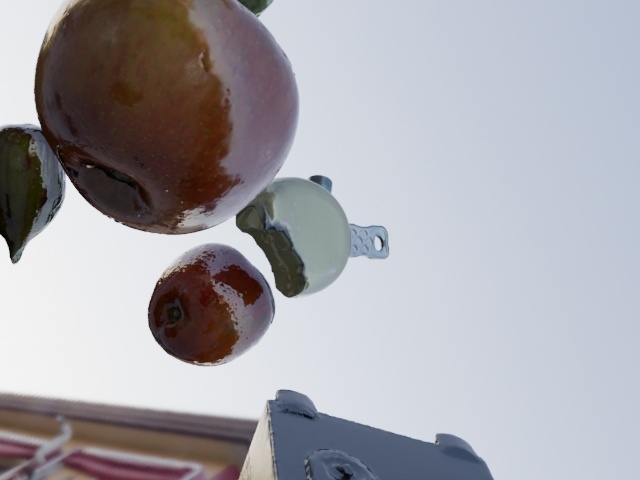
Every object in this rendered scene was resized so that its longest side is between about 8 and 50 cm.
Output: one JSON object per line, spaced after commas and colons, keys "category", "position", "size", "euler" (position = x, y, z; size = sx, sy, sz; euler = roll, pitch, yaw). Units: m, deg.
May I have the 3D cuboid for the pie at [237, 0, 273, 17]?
{"category": "pie", "position": [-0.139, -0.383, 1.219], "size": [0.201, 0.090, 0.248], "euler": [-5, -81, 40]}

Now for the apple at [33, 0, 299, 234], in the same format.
{"category": "apple", "position": [-0.126, -0.104, 0.775], "size": [0.210, 0.173, 0.235], "euler": [18, -19, 28]}

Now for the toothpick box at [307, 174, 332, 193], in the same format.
{"category": "toothpick box", "position": [-0.006, -0.079, 1.892], "size": [0.052, 0.052, 0.083], "euler": [-34, -140, 50]}

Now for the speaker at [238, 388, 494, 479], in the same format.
{"category": "speaker", "position": [0.042, 0.279, 0.842], "size": [0.254, 0.232, 0.184], "euler": [-107, -143, -71]}

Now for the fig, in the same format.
{"category": "fig", "position": [-0.330, -0.050, 1.069], "size": [0.103, 0.109, 0.155], "euler": [5, -93, 11]}

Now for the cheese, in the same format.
{"category": "cheese", "position": [0.000, -0.020, 1.322], "size": [0.071, 0.249, 0.163], "euler": [-11, -81, 45]}

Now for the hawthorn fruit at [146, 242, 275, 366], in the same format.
{"category": "hawthorn fruit", "position": [-0.156, 0.094, 1.344], "size": [0.173, 0.173, 0.173], "euler": [24, -54, 37]}
